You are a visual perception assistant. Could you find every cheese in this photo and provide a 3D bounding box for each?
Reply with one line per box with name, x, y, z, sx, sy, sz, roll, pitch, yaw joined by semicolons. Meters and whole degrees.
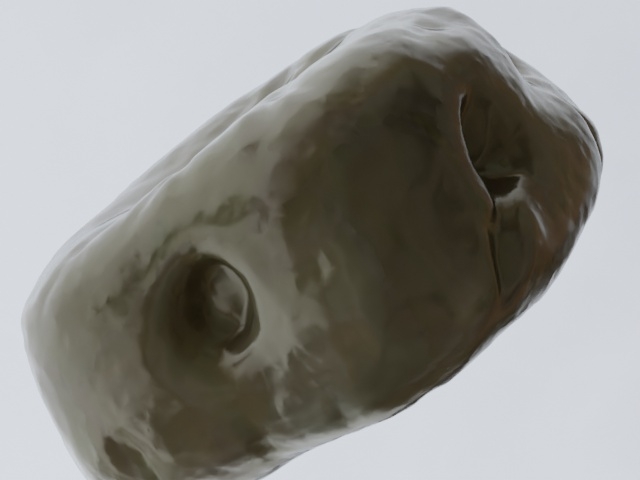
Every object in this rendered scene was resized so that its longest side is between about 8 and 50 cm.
cheese;0.000;0.000;0.669;0.235;0.218;0.117;-41;-83;-23
